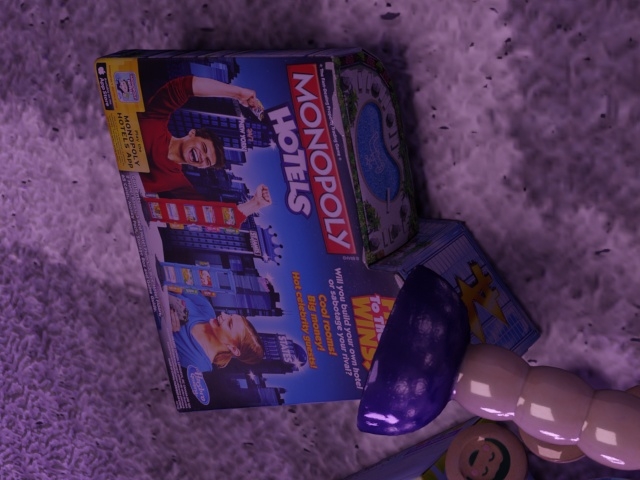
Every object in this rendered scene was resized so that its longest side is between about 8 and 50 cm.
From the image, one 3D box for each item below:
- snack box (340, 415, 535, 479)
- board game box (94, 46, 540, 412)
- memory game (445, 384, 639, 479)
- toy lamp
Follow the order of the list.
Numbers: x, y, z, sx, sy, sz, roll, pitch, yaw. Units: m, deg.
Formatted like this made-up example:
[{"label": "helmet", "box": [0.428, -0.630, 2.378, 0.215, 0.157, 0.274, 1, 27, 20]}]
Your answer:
[{"label": "snack box", "box": [0.071, 0.211, 0.637, 0.174, 0.070, 0.207, -35, 90, 45]}, {"label": "board game box", "box": [0.000, 0.000, 0.589, 0.194, 0.060, 0.194, 6, 116, 36]}, {"label": "memory game", "box": [0.117, 0.145, 0.511, 0.186, 0.186, 0.012, 27, 167, 26]}, {"label": "toy lamp", "box": [0.153, 0.085, 0.464, 0.275, 0.080, 0.080, 19, 126, 11]}]
